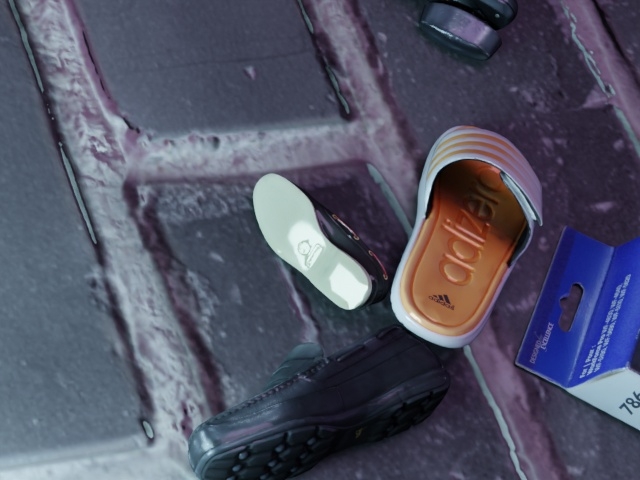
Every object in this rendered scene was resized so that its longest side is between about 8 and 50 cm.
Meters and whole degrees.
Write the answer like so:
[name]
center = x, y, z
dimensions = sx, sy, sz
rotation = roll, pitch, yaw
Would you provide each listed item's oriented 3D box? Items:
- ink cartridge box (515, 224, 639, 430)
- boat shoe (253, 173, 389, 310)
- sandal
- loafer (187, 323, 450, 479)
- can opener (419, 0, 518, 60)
[ink cartridge box]
center = 0.329, 0.102, 1.539
dimensions = 0.332, 0.065, 0.165
rotation = 26, 50, -3
[boat shoe]
center = -0.001, 0.001, 1.480
dimensions = 0.133, 0.049, 0.042
rotation = 47, 23, 22
[sandal]
center = 0.126, -0.019, 1.506
dimensions = 0.102, 0.076, 0.265
rotation = 27, 38, -4
[loafer]
center = -0.008, 0.113, 1.376
dimensions = 0.223, 0.076, 0.078
rotation = -17, 59, -38
[can opener]
center = 0.085, -0.230, 1.677
dimensions = 0.186, 0.059, 0.073
rotation = 34, 50, 2
